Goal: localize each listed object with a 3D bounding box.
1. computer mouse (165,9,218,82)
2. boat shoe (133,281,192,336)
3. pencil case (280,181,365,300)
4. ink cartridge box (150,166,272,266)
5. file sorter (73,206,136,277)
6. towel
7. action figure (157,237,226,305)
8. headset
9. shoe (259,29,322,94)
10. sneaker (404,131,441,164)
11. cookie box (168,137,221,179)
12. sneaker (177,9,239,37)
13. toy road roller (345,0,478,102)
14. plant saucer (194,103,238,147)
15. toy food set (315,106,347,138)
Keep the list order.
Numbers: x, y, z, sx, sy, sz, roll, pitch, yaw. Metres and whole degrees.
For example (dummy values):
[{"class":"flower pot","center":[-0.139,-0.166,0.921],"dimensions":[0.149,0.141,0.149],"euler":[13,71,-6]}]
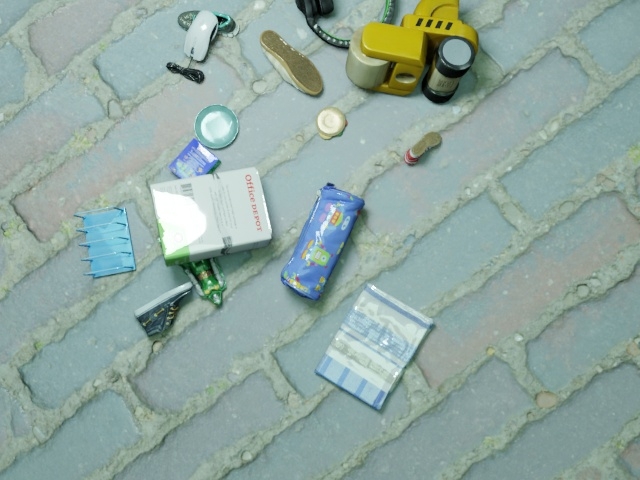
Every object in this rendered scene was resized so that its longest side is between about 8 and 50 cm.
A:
[{"class":"computer mouse","center":[-0.333,-0.516,1.863],"dimensions":[0.106,0.042,0.193],"euler":[29,117,3]},{"class":"boat shoe","center":[-0.398,0.180,1.855],"dimensions":[0.183,0.065,0.083],"euler":[-30,91,15]},{"class":"pencil case","center":[0.000,0.000,1.823],"dimensions":[0.133,0.119,0.306],"euler":[26,88,-21]},{"class":"ink cartridge box","center":[-0.279,-0.061,1.800],"dimensions":[0.273,0.115,0.198],"euler":[-11,79,-13]},{"class":"file sorter","center":[-0.571,0.004,1.852],"dimensions":[0.118,0.104,0.170],"euler":[-11,87,2]},{"class":"towel","center":[0.142,0.278,1.850],"dimensions":[0.209,0.034,0.285],"euler":[32,89,4]},{"class":"action figure","center":[-0.318,0.067,1.865],"dimensions":[0.137,0.063,0.232],"euler":[-28,90,-3]},{"class":"headset","center":[0.025,-0.695,1.872],"dimensions":[0.243,0.185,0.394],"euler":[-39,102,4]},{"class":"shoe","center":[-0.079,-0.471,1.888],"dimensions":[0.219,0.058,0.076],"euler":[47,70,0]},{"class":"sneaker","center":[0.267,-0.244,1.872],"dimensions":[0.118,0.067,0.042],"euler":[-36,83,-30]},{"class":"cookie box","center":[-0.336,-0.204,1.885],"dimensions":[0.092,0.040,0.107],"euler":[42,90,4]},{"class":"sneaker","center":[-0.304,-0.592,1.886],"dimensions":[0.167,0.076,0.064],"euler":[6,86,2]},{"class":"toy road roller","center":[0.239,-0.512,1.809],"dimensions":[0.330,0.202,0.240],"euler":[7,75,-3]},{"class":"plant saucer","center":[-0.279,-0.306,1.898],"dimensions":[0.119,0.021,0.119],"euler":[0,88,1]},{"class":"toy food set","center":[0.028,-0.318,1.889],"dimensions":[0.083,0.020,0.083],"euler":[-20,86,1]}]
